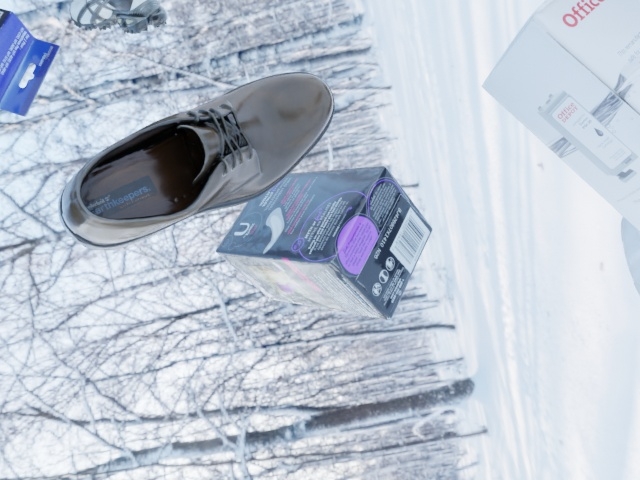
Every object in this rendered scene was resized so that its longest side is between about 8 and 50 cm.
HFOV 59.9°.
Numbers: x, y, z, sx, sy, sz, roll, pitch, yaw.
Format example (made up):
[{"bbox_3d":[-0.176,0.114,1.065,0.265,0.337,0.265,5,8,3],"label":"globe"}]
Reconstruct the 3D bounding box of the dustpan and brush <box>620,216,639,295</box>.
[{"bbox_3d":[0.462,0.071,0.758,0.147,0.060,0.211,12,-124,-40],"label":"dustpan and brush"}]

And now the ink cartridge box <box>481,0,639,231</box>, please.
[{"bbox_3d":[0.362,-0.166,0.630,0.283,0.207,0.117,45,154,7],"label":"ink cartridge box"}]

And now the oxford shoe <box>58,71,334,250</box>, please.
[{"bbox_3d":[-0.070,-0.062,0.397,0.083,0.227,0.096,58,157,-9],"label":"oxford shoe"}]

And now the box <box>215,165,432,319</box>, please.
[{"bbox_3d":[0.000,0.000,0.830,0.143,0.270,0.165,46,-117,-34],"label":"box"}]

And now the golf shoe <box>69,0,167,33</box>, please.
[{"bbox_3d":[-0.290,-0.343,0.769,0.077,0.198,0.094,-44,-44,-36],"label":"golf shoe"}]

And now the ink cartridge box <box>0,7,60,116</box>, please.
[{"bbox_3d":[-0.631,-0.329,0.918,0.065,0.333,0.165,120,162,-65],"label":"ink cartridge box"}]
